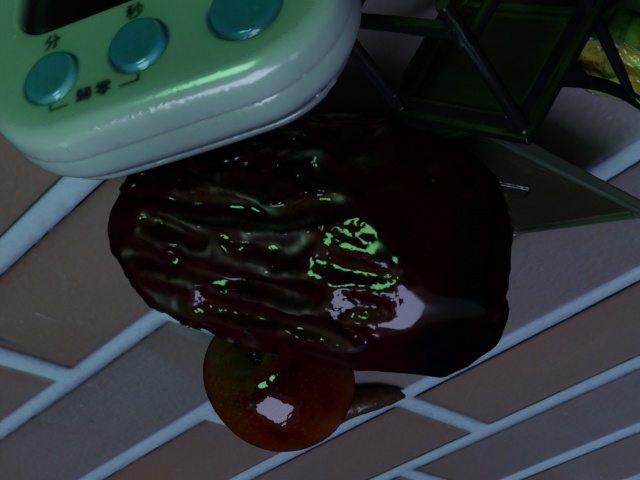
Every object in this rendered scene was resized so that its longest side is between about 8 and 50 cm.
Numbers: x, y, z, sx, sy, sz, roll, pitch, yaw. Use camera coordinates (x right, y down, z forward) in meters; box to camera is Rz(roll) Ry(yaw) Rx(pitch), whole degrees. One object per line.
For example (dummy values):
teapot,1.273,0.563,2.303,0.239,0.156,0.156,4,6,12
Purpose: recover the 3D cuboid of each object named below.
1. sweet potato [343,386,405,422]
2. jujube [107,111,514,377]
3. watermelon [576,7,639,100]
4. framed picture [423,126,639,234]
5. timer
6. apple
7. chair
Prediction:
sweet potato,0.001,0.264,1.403,0.255,0.058,0.078,-17,159,11
jujube,0.000,0.000,0.843,0.376,0.258,0.258,16,150,21
watermelon,0.266,-0.170,0.815,0.105,0.062,0.105,23,170,4
framed picture,0.183,-0.055,0.940,0.260,0.023,0.189,20,163,-32
timer,-0.099,-0.161,0.633,0.262,0.237,0.087,-16,144,14
apple,-0.051,0.175,1.167,0.181,0.181,0.168,-16,143,14
chair,0.132,-0.151,0.727,0.154,0.141,0.260,19,163,45
